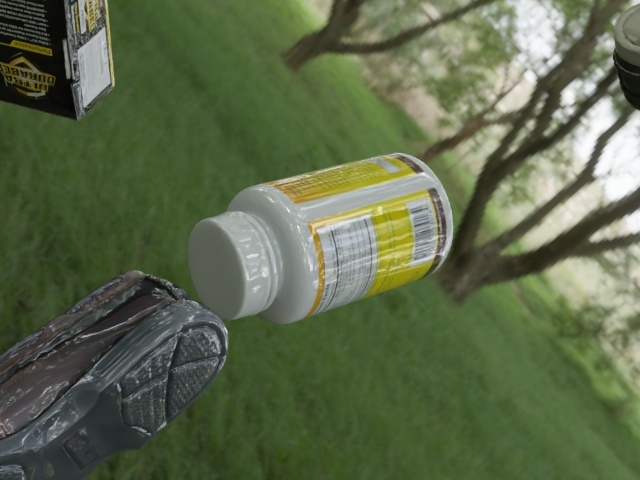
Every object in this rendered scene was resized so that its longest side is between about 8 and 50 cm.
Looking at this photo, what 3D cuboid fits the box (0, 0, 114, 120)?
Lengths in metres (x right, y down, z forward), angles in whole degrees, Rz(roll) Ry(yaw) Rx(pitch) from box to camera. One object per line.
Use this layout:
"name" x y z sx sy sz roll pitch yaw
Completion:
"box" -0.359 -0.270 1.044 0.322 0.079 0.257 15 -46 14

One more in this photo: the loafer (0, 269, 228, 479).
"loafer" -0.200 0.124 0.721 0.095 0.302 0.109 37 -30 36

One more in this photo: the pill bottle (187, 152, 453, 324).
"pill bottle" 0.000 0.000 0.946 0.215 0.117 0.117 -16 52 -36

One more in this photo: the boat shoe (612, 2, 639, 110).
"boat shoe" 0.281 -0.107 0.672 0.065 0.206 0.075 75 23 -47
